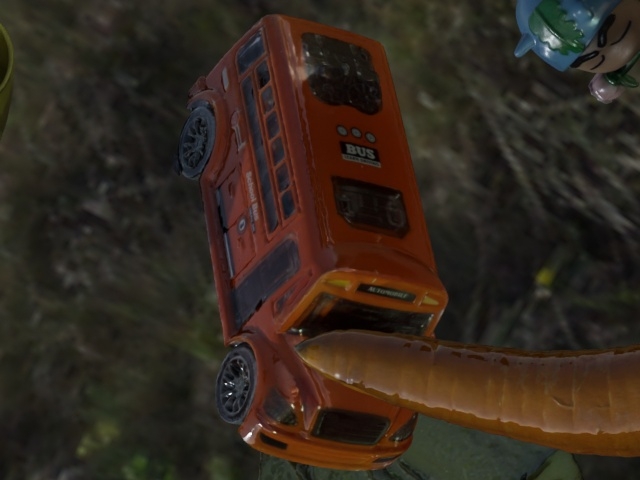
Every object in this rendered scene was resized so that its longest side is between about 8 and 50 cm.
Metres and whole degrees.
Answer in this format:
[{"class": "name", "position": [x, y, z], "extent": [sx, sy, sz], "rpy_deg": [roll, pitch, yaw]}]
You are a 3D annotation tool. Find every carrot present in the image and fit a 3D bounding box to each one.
[{"class": "carrot", "position": [0.121, 0.074, 0.956], "extent": [0.271, 0.066, 0.062], "rpy_deg": [-4, 56, 18]}]

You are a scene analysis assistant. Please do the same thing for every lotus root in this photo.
[{"class": "lotus root", "position": [0.065, 0.248, 1.789], "extent": [0.267, 0.149, 0.260], "rpy_deg": [-44, 46, -16]}]

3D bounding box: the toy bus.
[{"class": "toy bus", "position": [0.000, 0.000, 1.430], "extent": [0.153, 0.143, 0.329], "rpy_deg": [-46, 42, 41]}]

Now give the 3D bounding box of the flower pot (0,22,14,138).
[{"class": "flower pot", "position": [-0.382, -0.126, 1.829], "extent": [0.179, 0.195, 0.195], "rpy_deg": [102, 176, -63]}]

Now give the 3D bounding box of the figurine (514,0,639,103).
[{"class": "figurine", "position": [0.250, -0.205, 1.751], "extent": [0.114, 0.144, 0.178], "rpy_deg": [-39, 12, 30]}]
